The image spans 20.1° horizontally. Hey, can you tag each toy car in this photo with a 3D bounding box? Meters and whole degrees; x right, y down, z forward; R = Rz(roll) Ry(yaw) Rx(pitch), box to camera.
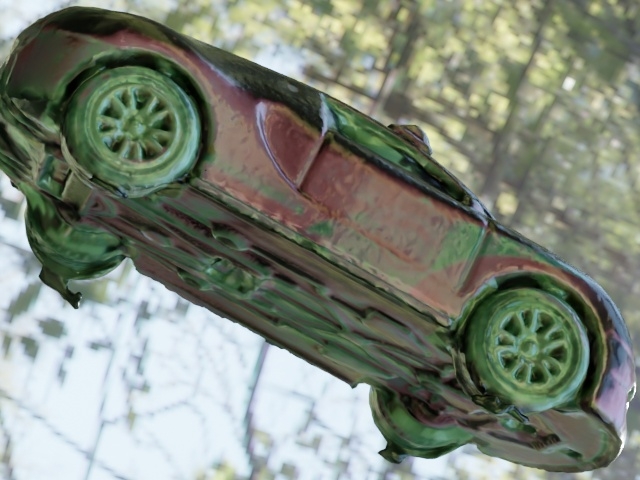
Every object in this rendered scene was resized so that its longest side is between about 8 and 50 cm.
[{"bbox_3d":[0.000,0.000,0.358,0.055,0.142,0.069,-63,-173,-20],"label":"toy car"}]
